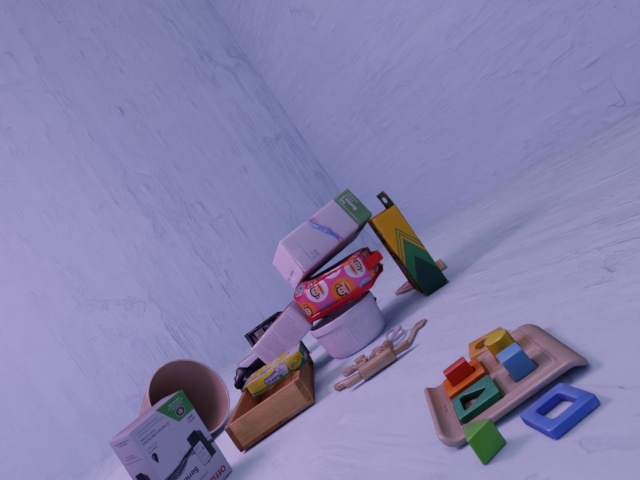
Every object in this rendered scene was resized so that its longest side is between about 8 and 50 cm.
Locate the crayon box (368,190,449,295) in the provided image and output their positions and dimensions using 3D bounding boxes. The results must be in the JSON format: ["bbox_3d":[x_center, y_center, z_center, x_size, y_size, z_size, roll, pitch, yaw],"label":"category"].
[{"bbox_3d":[0.240,0.007,1.472,0.081,0.318,0.202,-34,-1,1],"label":"crayon box"}]

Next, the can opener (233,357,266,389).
[{"bbox_3d":[-0.200,0.390,1.459,0.186,0.073,0.059,-22,-51,-73],"label":"can opener"}]

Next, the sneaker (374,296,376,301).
[{"bbox_3d":[0.170,0.236,1.776,0.083,0.031,0.035,-39,13,6],"label":"sneaker"}]

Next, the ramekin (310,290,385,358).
[{"bbox_3d":[0.084,0.240,1.378,0.207,0.109,0.207,-35,-1,-1],"label":"ramekin"}]

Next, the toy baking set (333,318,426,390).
[{"bbox_3d":[0.135,0.250,1.113,0.256,0.030,0.197,-35,-1,3],"label":"toy baking set"}]

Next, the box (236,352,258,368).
[{"bbox_3d":[-0.264,0.495,1.945,0.101,0.087,0.102,-34,0,-25],"label":"box"}]

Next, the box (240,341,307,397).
[{"bbox_3d":[-0.117,0.330,1.236,0.179,0.043,0.105,-32,0,0],"label":"box"}]

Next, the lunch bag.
[{"bbox_3d":[0.073,0.109,1.428,0.258,0.120,0.293,-34,-1,17],"label":"lunch bag"}]

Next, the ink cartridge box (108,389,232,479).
[{"bbox_3d":[-0.300,0.441,1.004,0.087,0.208,0.153,-31,2,33],"label":"ink cartridge box"}]

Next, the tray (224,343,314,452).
[{"bbox_3d":[-0.117,0.400,1.310,0.203,0.076,0.411,-35,-1,-1],"label":"tray"}]

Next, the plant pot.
[{"bbox_3d":[-0.458,0.553,1.528,0.274,0.256,0.256,-52,-9,30],"label":"plant pot"}]

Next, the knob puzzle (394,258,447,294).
[{"bbox_3d":[0.330,0.121,1.669,0.213,0.030,0.213,-35,0,0],"label":"knob puzzle"}]

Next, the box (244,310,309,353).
[{"bbox_3d":[-0.150,0.360,1.701,0.147,0.180,0.077,-35,1,-21],"label":"box"}]

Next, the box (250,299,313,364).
[{"bbox_3d":[-0.107,0.273,1.438,0.170,0.091,0.130,-49,-1,1],"label":"box"}]

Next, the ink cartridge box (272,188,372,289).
[{"bbox_3d":[0.000,0.000,1.482,0.278,0.117,0.201,-39,-9,-22],"label":"ink cartridge box"}]

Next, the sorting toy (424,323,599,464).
[{"bbox_3d":[0.226,0.174,0.657,0.196,0.047,0.347,-35,-1,7],"label":"sorting toy"}]

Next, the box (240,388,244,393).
[{"bbox_3d":[-0.238,0.497,1.718,0.083,0.052,0.062,-33,0,-32],"label":"box"}]
